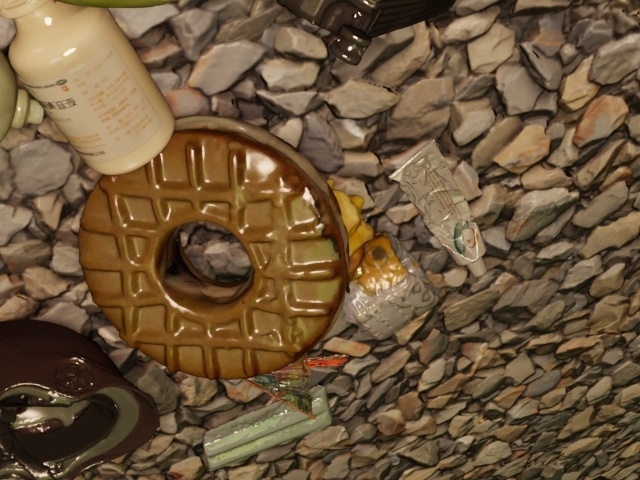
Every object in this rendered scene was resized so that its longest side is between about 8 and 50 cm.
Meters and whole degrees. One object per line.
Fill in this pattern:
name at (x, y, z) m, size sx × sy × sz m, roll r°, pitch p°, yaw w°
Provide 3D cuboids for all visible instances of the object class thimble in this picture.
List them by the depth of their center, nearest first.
thimble at (0.086, 0.066, 1.268) m, size 0.118 × 0.127 × 0.151 m, roll -36°, pitch 152°, yaw 11°

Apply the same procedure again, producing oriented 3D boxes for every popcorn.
popcorn at (0.000, 0.000, 1.169) m, size 0.148 × 0.152 × 0.167 m, roll -52°, pitch 155°, yaw -42°

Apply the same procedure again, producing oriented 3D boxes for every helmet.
helmet at (-0.375, 0.201, 1.160) m, size 0.305 × 0.177 × 0.225 m, roll -4°, pitch 137°, yaw -33°

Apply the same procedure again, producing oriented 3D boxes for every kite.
kite at (-0.049, 0.197, 1.394) m, size 0.189 × 0.009 × 0.232 m, roll -6°, pitch 122°, yaw -6°

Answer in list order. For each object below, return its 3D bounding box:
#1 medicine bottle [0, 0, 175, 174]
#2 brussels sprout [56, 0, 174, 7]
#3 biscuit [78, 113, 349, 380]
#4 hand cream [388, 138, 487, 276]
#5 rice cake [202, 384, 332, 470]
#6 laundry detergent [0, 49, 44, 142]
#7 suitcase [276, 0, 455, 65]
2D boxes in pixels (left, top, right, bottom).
medicine bottle at (-0.251, -0.187, 0.913) m, size 0.114 × 0.114 × 0.252 m, roll -28°, pitch 133°, yaw 1°
brussels sprout at (-0.185, -0.322, 0.710) m, size 0.242 × 0.274 × 0.316 m, roll -12°, pitch 136°, yaw 15°
biscuit at (-0.126, 0.013, 1.063) m, size 0.332 × 0.103 × 0.332 m, roll 4°, pitch 111°, yaw 10°
hand cream at (0.182, -0.038, 1.284) m, size 0.084 × 0.050 × 0.257 m, roll -35°, pitch 128°, yaw 5°
rice cake at (-0.088, 0.309, 1.473) m, size 0.226 × 0.040 × 0.085 m, roll -21°, pitch 135°, yaw -6°
laundry detergent at (-0.408, -0.148, 0.895) m, size 0.253 × 0.091 × 0.181 m, roll 8°, pitch 126°, yaw -30°
suitcase at (0.079, -0.310, 0.806) m, size 0.229 × 0.152 × 0.335 m, roll -58°, pitch 170°, yaw 29°
